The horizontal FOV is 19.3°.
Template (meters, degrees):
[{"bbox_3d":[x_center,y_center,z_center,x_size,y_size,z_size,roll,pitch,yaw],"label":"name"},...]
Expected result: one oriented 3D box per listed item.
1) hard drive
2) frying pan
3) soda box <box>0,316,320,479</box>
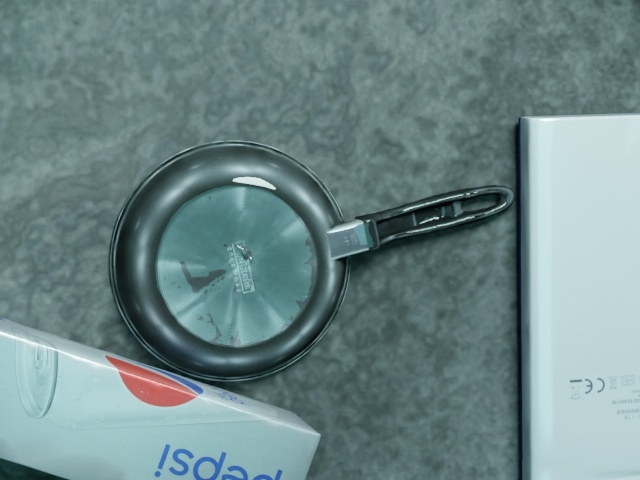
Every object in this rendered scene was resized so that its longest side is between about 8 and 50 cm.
[{"bbox_3d":[0.272,0.052,1.592,0.210,0.040,0.319,-3,97,-13],"label":"hard drive"},{"bbox_3d":[-0.008,0.029,1.524,0.326,0.053,0.197,9,95,-11],"label":"frying pan"},{"bbox_3d":[-0.152,0.146,1.477,0.286,0.091,0.098,20,91,-15],"label":"soda box"}]
